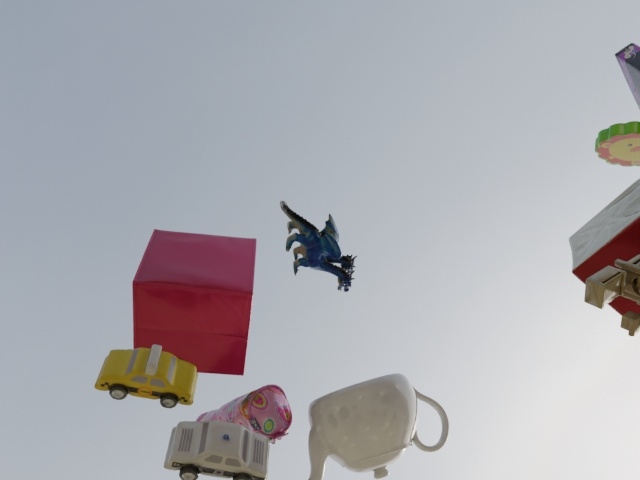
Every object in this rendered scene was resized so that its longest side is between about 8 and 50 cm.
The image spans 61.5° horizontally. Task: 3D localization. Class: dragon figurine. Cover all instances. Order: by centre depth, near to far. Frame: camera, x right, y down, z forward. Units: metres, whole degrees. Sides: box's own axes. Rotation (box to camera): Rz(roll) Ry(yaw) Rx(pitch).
[{"bbox_3d":[0.000,0.000,1.187,0.144,0.085,0.289,-9,-51,7],"label":"dragon figurine"}]

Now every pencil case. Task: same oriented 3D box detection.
[{"bbox_3d":[-0.180,0.417,1.214,0.124,0.124,0.284,51,-49,-6],"label":"pencil case"}]

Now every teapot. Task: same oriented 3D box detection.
[{"bbox_3d":[0.108,0.401,1.135,0.256,0.252,0.187,-29,-113,24],"label":"teapot"}]

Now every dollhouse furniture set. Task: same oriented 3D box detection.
[{"bbox_3d":[0.503,0.110,0.821,0.182,0.101,0.161,-23,-61,-25],"label":"dollhouse furniture set"}]

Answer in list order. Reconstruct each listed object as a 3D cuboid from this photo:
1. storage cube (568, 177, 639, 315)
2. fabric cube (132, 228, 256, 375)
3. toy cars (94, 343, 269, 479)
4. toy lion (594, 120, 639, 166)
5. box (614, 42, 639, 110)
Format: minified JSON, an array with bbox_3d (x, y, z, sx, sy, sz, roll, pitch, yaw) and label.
[{"bbox_3d":[0.607,0.027,0.998,0.193,0.183,0.215,41,-59,3],"label":"storage cube"},{"bbox_3d":[-0.297,0.149,1.308,0.258,0.254,0.259,5,-61,-9],"label":"fabric cube"},{"bbox_3d":[-0.250,0.308,0.998,0.394,0.176,0.087,37,-54,22],"label":"toy cars"},{"bbox_3d":[0.339,-0.097,0.546,0.100,0.096,0.034,18,-108,-16],"label":"toy lion"},{"bbox_3d":[0.430,-0.166,0.658,0.029,0.162,0.116,-34,-59,19],"label":"box"}]
